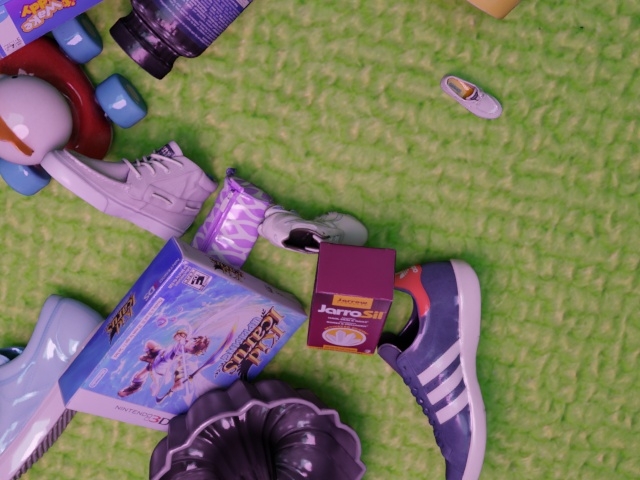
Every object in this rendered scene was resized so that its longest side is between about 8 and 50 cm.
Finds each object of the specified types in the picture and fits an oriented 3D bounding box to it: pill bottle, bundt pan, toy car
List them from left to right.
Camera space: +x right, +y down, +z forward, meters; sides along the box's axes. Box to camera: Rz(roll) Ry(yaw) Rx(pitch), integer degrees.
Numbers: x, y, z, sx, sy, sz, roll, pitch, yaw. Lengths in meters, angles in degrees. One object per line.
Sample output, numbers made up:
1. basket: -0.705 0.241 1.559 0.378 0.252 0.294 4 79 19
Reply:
1. toy car: -0.385 -0.178 0.886 0.219 0.238 0.210 -32 99 7
2. pill bottle: -0.173 -0.326 0.910 0.219 0.123 0.123 -43 98 8
3. bundt pan: -0.106 0.342 1.010 0.330 0.124 0.331 -8 115 -19

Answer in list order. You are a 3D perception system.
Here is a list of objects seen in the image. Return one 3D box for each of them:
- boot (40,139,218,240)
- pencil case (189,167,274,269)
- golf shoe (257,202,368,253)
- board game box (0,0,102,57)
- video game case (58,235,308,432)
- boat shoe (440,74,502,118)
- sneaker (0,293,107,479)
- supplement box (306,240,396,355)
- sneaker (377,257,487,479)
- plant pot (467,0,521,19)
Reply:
1. boot: -0.244 -0.092 0.917 0.095 0.258 0.123 41 93 29
2. pencil case: -0.145 0.003 0.994 0.086 0.088 0.206 31 102 14
3. golf shoe: 0.000 0.000 0.971 0.176 0.086 0.069 5 115 -28
4. board game box: -0.387 -0.421 0.819 0.233 0.078 0.347 -37 79 -16
5. video game case: -0.189 0.154 0.974 0.269 0.061 0.244 -50 134 10
6. boat shoe: 0.218 -0.206 0.972 0.100 0.035 0.035 34 100 -5
7. sneaker: -0.455 0.239 1.038 0.150 0.135 0.366 37 91 1
8. supplement box: 0.040 0.086 0.958 0.104 0.188 0.081 7 58 -1
9. sneaker: 0.160 0.203 1.015 0.148 0.131 0.350 -4 92 0
10. plant pot: 0.231 -0.421 0.836 0.254 0.254 0.239 32 117 -5
